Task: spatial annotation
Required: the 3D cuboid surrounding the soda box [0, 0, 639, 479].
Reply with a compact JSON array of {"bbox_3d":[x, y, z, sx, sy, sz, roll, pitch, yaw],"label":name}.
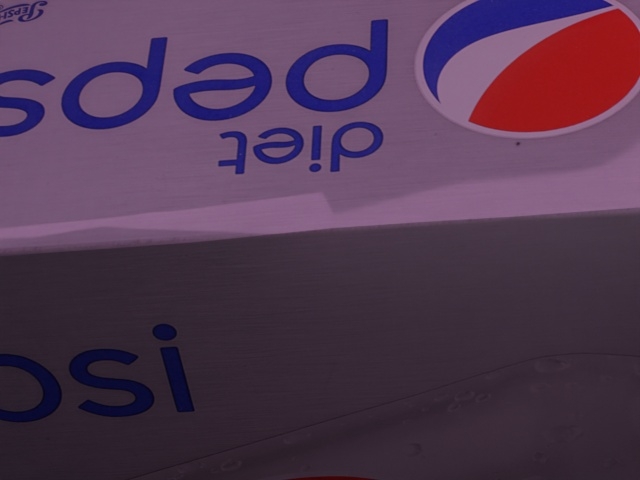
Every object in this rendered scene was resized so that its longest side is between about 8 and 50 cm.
[{"bbox_3d":[0.000,0.000,0.418,0.286,0.098,0.091,-3,45,7],"label":"soda box"}]
